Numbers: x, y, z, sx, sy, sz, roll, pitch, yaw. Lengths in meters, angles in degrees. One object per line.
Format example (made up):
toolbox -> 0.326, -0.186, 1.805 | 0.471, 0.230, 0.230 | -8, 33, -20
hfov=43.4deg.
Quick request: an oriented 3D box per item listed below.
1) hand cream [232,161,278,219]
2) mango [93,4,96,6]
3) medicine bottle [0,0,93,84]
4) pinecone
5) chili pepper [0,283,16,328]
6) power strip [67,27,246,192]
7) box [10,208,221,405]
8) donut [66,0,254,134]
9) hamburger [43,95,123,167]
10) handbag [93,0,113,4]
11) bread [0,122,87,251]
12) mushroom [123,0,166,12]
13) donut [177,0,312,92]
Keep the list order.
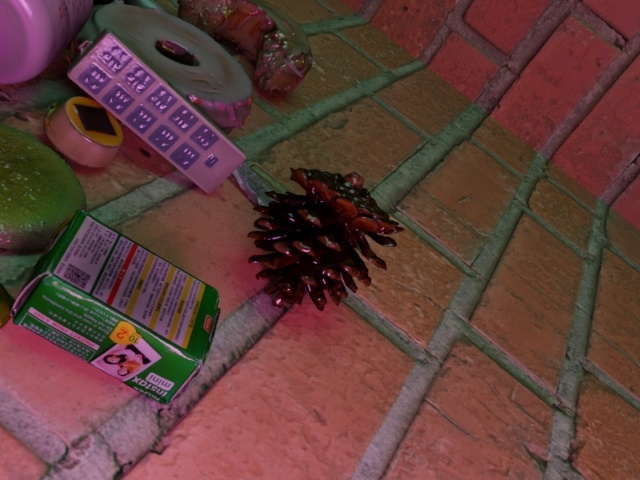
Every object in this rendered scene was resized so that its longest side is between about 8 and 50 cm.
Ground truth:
hand cream -> -0.093, -0.080, 1.581 | 0.257, 0.050, 0.084 | 40, 26, 20
mango -> -0.509, -0.459, 1.658 | 0.115, 0.090, 0.178 | 43, 19, 32
medicine bottle -> -0.516, -0.451, 1.389 | 0.256, 0.256, 0.324 | 31, 45, -10
pinecone -> -0.009, -0.003, 1.355 | 0.264, 0.264, 0.264 | 27, 29, -17
chili pepper -> -0.415, 0.103, 0.950 | 0.201, 0.050, 0.051 | -55, 128, -64
power strip -> -0.276, -0.217, 1.423 | 0.367, 0.106, 0.043 | 41, 11, -31
box -> -0.260, 0.085, 1.065 | 0.250, 0.103, 0.180 | 33, 28, -15
donut -> -0.314, -0.322, 1.601 | 0.383, 0.142, 0.382 | 26, 30, -16
hamburger -> -0.403, -0.184, 1.360 | 0.141, 0.081, 0.126 | 53, 27, 3
handbag -> -0.598, -0.570, 1.706 | 0.332, 0.074, 0.192 | 5, 21, -37
bread -> -0.477, -0.095, 1.183 | 0.301, 0.045, 0.301 | 28, 29, -17
mushroom -> -0.405, -0.540, 1.796 | 0.278, 0.096, 0.099 | 64, 33, -13
donut -> -0.188, -0.524, 2.040 | 0.371, 0.150, 0.307 | 34, 28, -5
